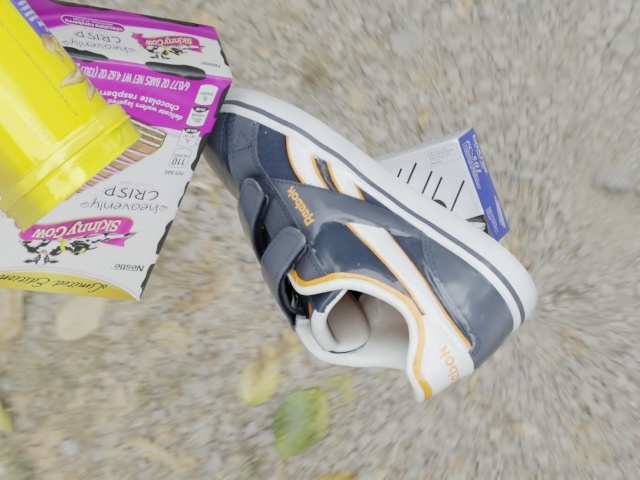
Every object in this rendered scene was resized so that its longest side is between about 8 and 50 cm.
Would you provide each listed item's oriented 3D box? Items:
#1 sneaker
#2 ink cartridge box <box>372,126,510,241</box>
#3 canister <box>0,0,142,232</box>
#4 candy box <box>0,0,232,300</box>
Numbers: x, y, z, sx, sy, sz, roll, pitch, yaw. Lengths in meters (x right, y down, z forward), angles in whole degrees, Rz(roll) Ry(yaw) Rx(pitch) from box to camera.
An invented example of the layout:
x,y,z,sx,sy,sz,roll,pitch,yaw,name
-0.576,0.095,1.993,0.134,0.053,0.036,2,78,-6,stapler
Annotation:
x,y,z,sx,sy,sz,roll,pitch,yaw,name
0.000,0.000,1.397,0.321,0.126,0.127,33,68,31,sneaker
0.049,-0.020,1.604,0.207,0.046,0.097,-16,100,26,ink cartridge box
-0.184,-0.095,1.021,0.073,0.126,0.170,-41,96,-17,canister
-0.182,-0.064,1.424,0.159,0.071,0.233,6,131,-24,candy box
